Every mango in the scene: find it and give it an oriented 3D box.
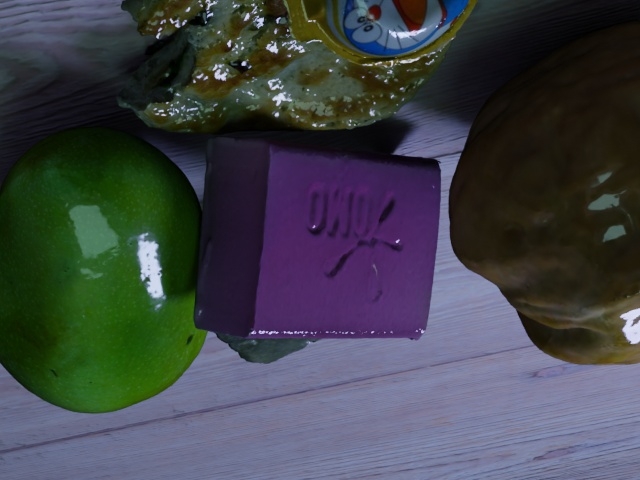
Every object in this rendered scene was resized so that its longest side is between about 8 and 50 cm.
[{"bbox_3d":[-0.214,0.025,1.622,0.225,0.201,0.382,3,148,2],"label":"mango"}]

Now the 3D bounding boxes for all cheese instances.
[{"bbox_3d":[0.089,-0.231,1.356,0.270,0.069,0.177,-25,122,-17],"label":"cheese"}]

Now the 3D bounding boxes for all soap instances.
[{"bbox_3d":[0.002,0.000,1.626,0.081,0.181,0.259,7,-179,41],"label":"soap"}]

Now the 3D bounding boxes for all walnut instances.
[{"bbox_3d":[0.297,-0.051,1.589,0.344,0.306,0.306,-37,144,20],"label":"walnut"}]

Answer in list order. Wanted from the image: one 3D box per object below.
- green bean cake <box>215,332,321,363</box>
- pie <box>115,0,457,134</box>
[{"bbox_3d":[-0.031,0.039,1.820,0.185,0.094,0.183,-20,150,13],"label":"green bean cake"},{"bbox_3d":[-0.028,-0.170,1.481,0.302,0.067,0.302,-8,149,-5],"label":"pie"}]
